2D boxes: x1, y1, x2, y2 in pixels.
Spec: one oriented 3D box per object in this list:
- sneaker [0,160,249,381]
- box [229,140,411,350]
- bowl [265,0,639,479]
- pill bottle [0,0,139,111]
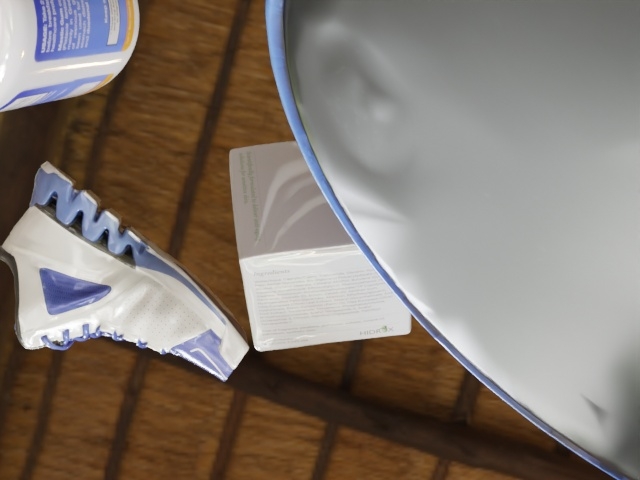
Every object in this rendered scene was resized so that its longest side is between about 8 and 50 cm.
[{"bbox_3d":[-0.247,0.076,1.252,0.182,0.315,0.127,-50,-176,-1],"label":"sneaker"},{"bbox_3d":[0.000,0.000,0.671,0.087,0.102,0.101,86,-4,-46],"label":"box"},{"bbox_3d":[0.137,-0.015,0.404,0.077,0.391,0.391,-47,-150,-23],"label":"bowl"},{"bbox_3d":[-0.274,-0.180,0.887,0.152,0.272,0.152,4,-76,17],"label":"pill bottle"}]
